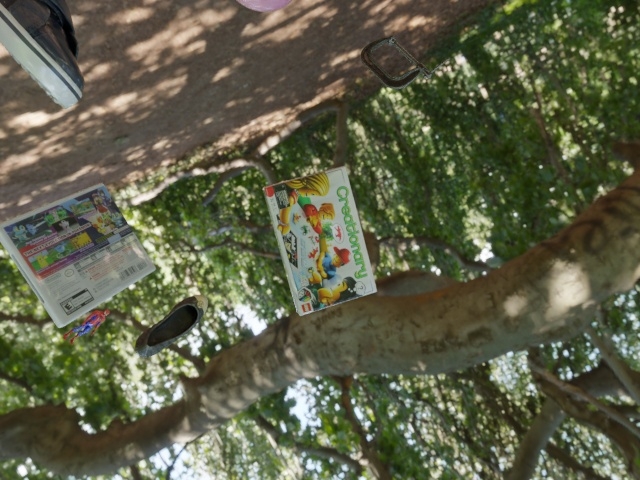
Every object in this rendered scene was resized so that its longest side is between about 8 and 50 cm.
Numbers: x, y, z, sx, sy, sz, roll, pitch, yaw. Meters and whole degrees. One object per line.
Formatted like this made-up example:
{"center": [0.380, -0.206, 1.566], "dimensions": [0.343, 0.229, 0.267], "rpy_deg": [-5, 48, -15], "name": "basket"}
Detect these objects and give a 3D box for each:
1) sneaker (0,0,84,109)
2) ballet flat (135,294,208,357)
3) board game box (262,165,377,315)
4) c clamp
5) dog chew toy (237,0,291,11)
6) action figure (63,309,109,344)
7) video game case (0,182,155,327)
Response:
{"center": [-0.361, -0.307, 0.627], "dimensions": [0.127, 0.321, 0.126], "rpy_deg": [-40, 175, -12], "name": "sneaker"}
{"center": [-0.264, 0.156, 0.979], "dimensions": [0.049, 0.057, 0.173], "rpy_deg": [-23, -166, 44], "name": "ballet flat"}
{"center": [0.000, 0.000, 1.232], "dimensions": [0.193, 0.305, 0.053], "rpy_deg": [-17, -172, -10], "name": "board game box"}
{"center": [0.171, -0.388, 1.149], "dimensions": [0.137, 0.160, 0.022], "rpy_deg": [-42, 160, -7], "name": "c clamp"}
{"center": [-0.050, -0.640, 1.190], "dimensions": [0.332, 0.206, 0.206], "rpy_deg": [-13, -176, 1], "name": "dog chew toy"}
{"center": [-0.541, 0.199, 1.246], "dimensions": [0.115, 0.038, 0.030], "rpy_deg": [-39, -145, -6], "name": "action figure"}
{"center": [-0.400, 0.017, 0.894], "dimensions": [0.023, 0.183, 0.201], "rpy_deg": [-23, -169, 39], "name": "video game case"}
